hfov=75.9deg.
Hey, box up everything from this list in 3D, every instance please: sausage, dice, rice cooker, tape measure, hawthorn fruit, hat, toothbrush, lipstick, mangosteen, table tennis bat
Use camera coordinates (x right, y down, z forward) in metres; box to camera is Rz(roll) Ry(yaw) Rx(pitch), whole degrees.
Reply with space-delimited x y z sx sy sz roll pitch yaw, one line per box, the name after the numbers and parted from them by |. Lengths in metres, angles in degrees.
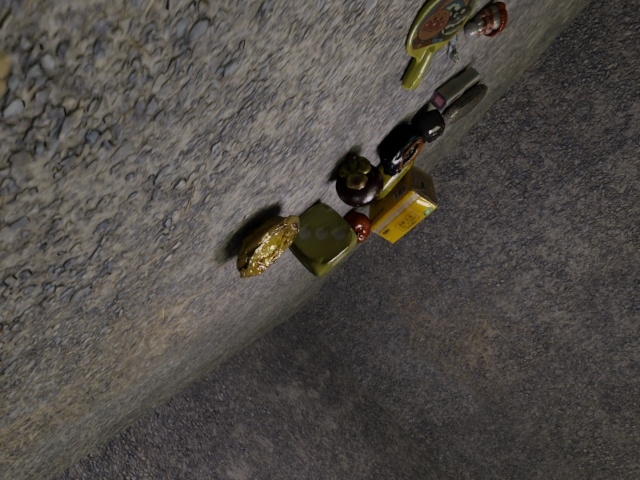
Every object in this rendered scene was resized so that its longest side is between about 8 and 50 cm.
0.342 -0.334 2.030 0.347 0.123 0.123 -50 168 31 | sausage
0.000 0.000 1.758 0.238 0.233 0.227 -41 170 -10 | dice
0.491 -0.517 1.866 0.142 0.118 0.203 -30 173 10 | rice cooker
0.350 -0.402 1.797 0.223 0.135 0.202 -46 159 0 | tape measure
0.213 -0.086 2.384 0.185 0.185 0.202 -51 -178 33 | hawthorn fruit
0.558 -0.747 1.417 0.163 0.093 0.112 -22 152 -16 | hat
0.424 -0.664 1.317 0.035 0.042 0.413 -47 167 14 | toothbrush
0.593 -0.669 1.802 0.253 0.077 0.079 -40 170 -22 | lipstick
0.140 -0.239 1.584 0.192 0.192 0.217 -42 131 -13 | mangosteen
0.323 -0.581 1.198 0.224 0.054 0.368 -27 164 -22 | table tennis bat

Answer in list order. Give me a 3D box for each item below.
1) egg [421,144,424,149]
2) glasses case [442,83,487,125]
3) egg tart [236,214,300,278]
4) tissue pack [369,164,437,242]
0.488 -0.489 2.094 0.096 0.080 0.080 -41 169 -2 | egg
0.779 -0.733 2.215 0.355 0.085 0.137 -39 167 -27 | glasses case
-0.196 0.007 1.423 0.291 0.107 0.290 -43 164 -15 | egg tart
0.480 -0.215 2.426 0.382 0.228 0.293 -45 -155 38 | tissue pack
